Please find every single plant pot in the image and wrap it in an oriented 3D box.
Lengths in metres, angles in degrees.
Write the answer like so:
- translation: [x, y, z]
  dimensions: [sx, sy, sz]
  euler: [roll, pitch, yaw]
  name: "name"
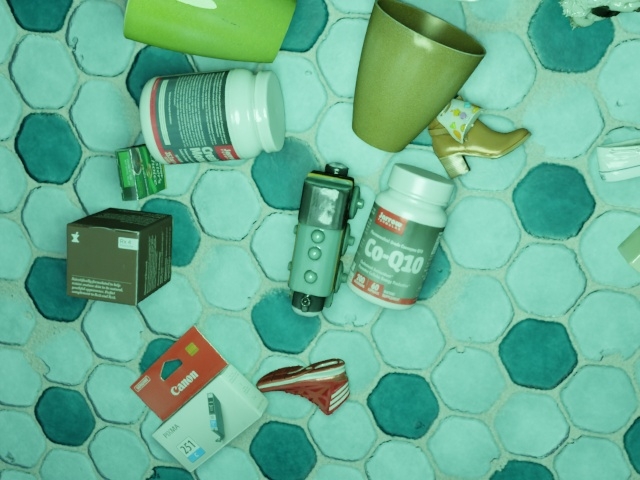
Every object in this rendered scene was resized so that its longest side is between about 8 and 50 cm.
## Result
- translation: [-0.208, -0.479, 1.367]
  dimensions: [0.293, 0.275, 0.275]
  euler: [22, 106, -12]
  name: "plant pot"
- translation: [0.167, -0.313, 1.357]
  dimensions: [0.237, 0.237, 0.255]
  euler: [26, 120, 3]
  name: "plant pot"

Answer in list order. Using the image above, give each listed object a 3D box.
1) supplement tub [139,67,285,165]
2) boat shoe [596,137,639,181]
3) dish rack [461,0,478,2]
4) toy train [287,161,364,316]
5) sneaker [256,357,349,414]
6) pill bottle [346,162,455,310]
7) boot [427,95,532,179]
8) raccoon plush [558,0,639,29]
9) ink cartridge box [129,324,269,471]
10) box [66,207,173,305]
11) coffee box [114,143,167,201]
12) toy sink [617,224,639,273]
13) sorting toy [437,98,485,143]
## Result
- translation: [-0.225, -0.263, 1.435]
  dimensions: [0.272, 0.191, 0.191]
  euler: [-3, 102, 11]
  name: "supplement tub"
- translation: [0.686, -0.190, 1.349]
  dimensions: [0.257, 0.095, 0.084]
  euler: [-16, 104, 12]
  name: "boat shoe"
- translation: [0.205, -0.634, 1.342]
  dimensions: [0.332, 0.072, 0.286]
  euler: [10, 105, 7]
  name: "dish rack"
- translation: [0.000, 0.000, 1.457]
  dimensions: [0.142, 0.190, 0.334]
  euler: [13, 104, 7]
  name: "toy train"
- translation: [-0.036, 0.364, 1.601]
  dimensions: [0.221, 0.087, 0.128]
  euler: [-13, 99, 13]
  name: "sneaker"
- translation: [0.172, -0.010, 1.441]
  dimensions: [0.161, 0.161, 0.284]
  euler: [20, 105, 5]
  name: "pill bottle"
- translation: [0.325, -0.234, 1.414]
  dimensions: [0.197, 0.073, 0.153]
  euler: [-24, 91, 8]
  name: "boot"
- translation: [0.449, -0.600, 1.243]
  dimensions: [0.216, 0.299, 0.447]
  euler: [-27, 80, 23]
  name: "raccoon plush"
- translation: [-0.311, 0.388, 1.634]
  dimensions: [0.261, 0.066, 0.296]
  euler: [45, 117, -3]
  name: "ink cartridge box"
- translation: [-0.449, 0.030, 1.533]
  dimensions: [0.168, 0.203, 0.167]
  euler: [8, 104, 8]
  name: "box"
- translation: [-0.392, -0.155, 1.492]
  dimensions: [0.040, 0.184, 0.113]
  euler: [-4, 100, 7]
  name: "coffee box"
- translation: [0.749, -0.007, 1.361]
  dimensions: [0.152, 0.131, 0.234]
  euler: [38, 111, 0]
  name: "toy sink"
- translation: [0.279, -0.255, 1.379]
  dimensions: [0.075, 0.045, 0.083]
  euler: [35, 92, 28]
  name: "sorting toy"
